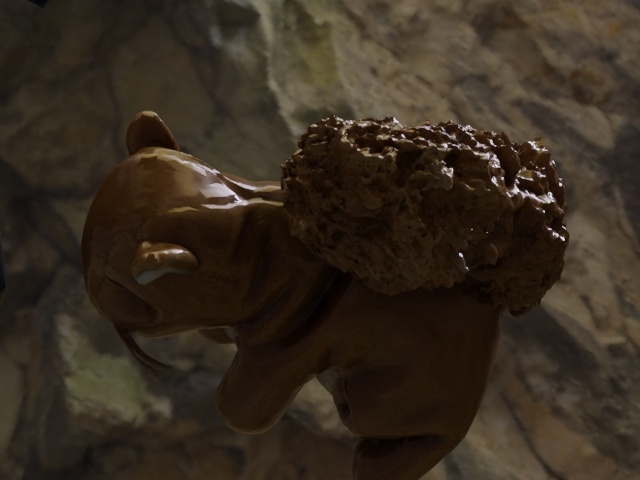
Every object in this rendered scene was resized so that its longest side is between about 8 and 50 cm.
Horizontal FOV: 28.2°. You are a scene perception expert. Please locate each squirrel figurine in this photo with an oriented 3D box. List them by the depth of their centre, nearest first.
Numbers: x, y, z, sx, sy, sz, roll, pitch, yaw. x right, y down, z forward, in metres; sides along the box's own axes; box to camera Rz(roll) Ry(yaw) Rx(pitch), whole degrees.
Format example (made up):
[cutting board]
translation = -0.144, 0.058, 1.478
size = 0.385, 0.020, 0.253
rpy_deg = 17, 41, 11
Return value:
[squirrel figurine]
translation = 0.000, 0.000, 1.111
size = 0.397, 0.370, 0.281
rpy_deg = -40, -144, 36

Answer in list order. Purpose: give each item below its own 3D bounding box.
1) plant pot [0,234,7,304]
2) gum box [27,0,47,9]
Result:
[plant pot]
translation = -0.425, 0.025, 1.314
size = 0.167, 0.188, 0.187
rpy_deg = 61, -34, 15
[gum box]
translation = -0.385, -0.328, 1.381
size = 0.041, 0.157, 0.184
rpy_deg = -58, -140, 7
